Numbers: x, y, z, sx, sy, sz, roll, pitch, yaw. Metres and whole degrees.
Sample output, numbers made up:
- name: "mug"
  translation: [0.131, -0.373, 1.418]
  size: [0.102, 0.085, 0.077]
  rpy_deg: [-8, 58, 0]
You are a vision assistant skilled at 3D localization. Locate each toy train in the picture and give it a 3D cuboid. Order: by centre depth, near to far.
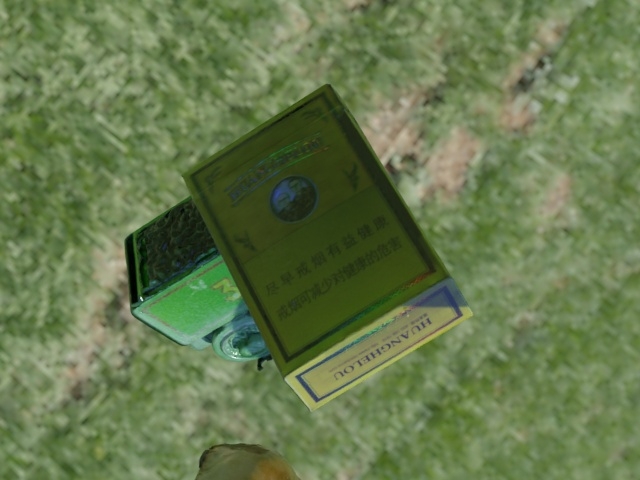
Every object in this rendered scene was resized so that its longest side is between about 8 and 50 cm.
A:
- name: "toy train"
  translation: [-0.072, 0.023, 1.638]
  size: [0.243, 0.132, 0.188]
  rpy_deg: [-30, 138, 21]

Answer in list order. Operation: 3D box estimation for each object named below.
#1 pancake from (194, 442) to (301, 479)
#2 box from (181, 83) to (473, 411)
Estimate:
- name: "pancake"
  translation: [-0.040, 0.352, 1.272]
  size: [0.387, 0.082, 0.387]
  rpy_deg: [-4, 90, -77]
- name: "box"
  translation: [0.000, 0.000, 1.190]
  size: [0.141, 0.220, 0.064]
  rpy_deg: [-31, 140, 4]
